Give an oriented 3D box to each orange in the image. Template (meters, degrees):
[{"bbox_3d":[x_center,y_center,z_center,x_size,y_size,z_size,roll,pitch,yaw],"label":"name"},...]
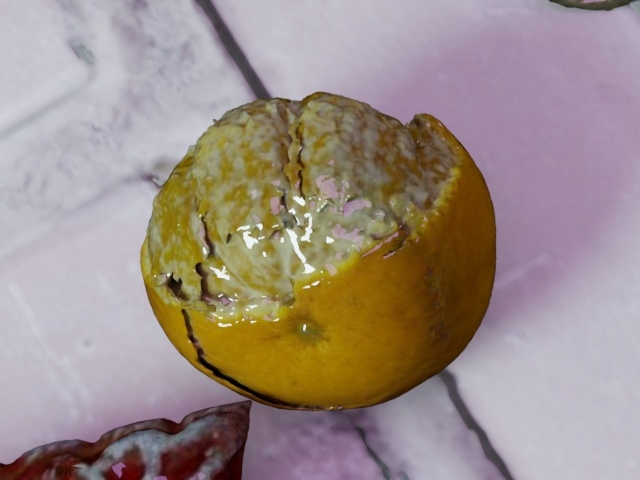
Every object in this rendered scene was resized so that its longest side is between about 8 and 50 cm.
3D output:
[{"bbox_3d":[0.000,0.000,0.864,0.156,0.156,0.134,-4,31,6],"label":"orange"}]

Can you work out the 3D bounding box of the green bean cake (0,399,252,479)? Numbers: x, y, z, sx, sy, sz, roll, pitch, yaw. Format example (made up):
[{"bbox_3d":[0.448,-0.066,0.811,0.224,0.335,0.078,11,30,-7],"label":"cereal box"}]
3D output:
[{"bbox_3d":[-0.101,0.200,0.835,0.198,0.097,0.233,-13,71,3],"label":"green bean cake"}]

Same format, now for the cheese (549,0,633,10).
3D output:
[{"bbox_3d":[0.144,-0.144,0.942,0.084,0.041,0.060,-3,65,22],"label":"cheese"}]
